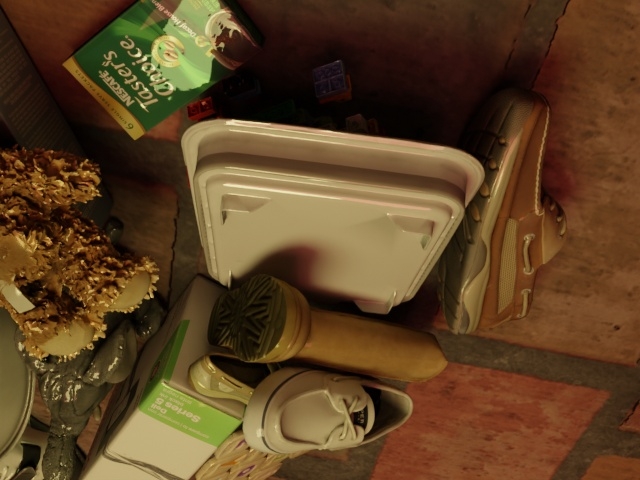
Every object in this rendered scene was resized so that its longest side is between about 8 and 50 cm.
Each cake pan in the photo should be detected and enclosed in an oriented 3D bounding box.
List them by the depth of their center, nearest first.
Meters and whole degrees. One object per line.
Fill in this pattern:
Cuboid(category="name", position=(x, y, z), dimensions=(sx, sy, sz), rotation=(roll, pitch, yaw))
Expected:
Cuboid(category="cake pan", position=(-0.503, 0.168, 0.893), dimensions=(0.293, 0.054, 0.293), rotation=(1, 92, 19))

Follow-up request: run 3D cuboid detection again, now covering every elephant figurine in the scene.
Cuboid(category="elephant figurine", position=(-0.287, 0.136, 0.843), dimensions=(0.169, 0.239, 0.186), rotation=(-25, 121, 20))

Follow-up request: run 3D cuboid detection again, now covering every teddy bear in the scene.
Cuboid(category="teddy bear", position=(-0.322, -0.011, 0.686), dimensions=(0.338, 0.113, 0.245), rotation=(27, 120, -22))

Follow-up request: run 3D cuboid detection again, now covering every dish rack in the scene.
Cuboid(category="dish rack", position=(0.000, 0.000, 0.741), dimensions=(0.286, 0.072, 0.333), rotation=(6, 156, -3))

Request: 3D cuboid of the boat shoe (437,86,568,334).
Cuboid(category="boat shoe", position=(0.213, -0.025, 0.783), dimensions=(0.117, 0.123, 0.324), rotation=(-1, 133, -5))

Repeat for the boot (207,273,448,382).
Cuboid(category="boot", position=(0.030, 0.110, 0.788), dimensions=(0.270, 0.236, 0.089), rotation=(15, 82, -22))

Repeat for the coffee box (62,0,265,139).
Cuboid(category="coffee box", position=(-0.162, -0.196, 0.717), dimensions=(0.184, 0.040, 0.113), rotation=(-28, 120, 21))

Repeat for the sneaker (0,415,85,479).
Cuboid(category="sneaker", position=(-0.495, 0.336, 1.062), dimensions=(0.122, 0.146, 0.330), rotation=(-24, 123, 18))

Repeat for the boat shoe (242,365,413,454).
Cuboid(category="boat shoe", position=(0.021, 0.203, 0.812), dimensions=(0.088, 0.096, 0.267), rotation=(2, 170, 35))

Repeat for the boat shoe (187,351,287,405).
Cuboid(category="boat shoe", position=(-0.076, 0.159, 0.801), dimensions=(0.153, 0.056, 0.048), rotation=(20, 135, -30))

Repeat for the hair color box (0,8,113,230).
Cuboid(category="hair color box", position=(-0.398, -0.139, 0.728), dimensions=(0.185, 0.113, 0.374), rotation=(-14, 123, 12))

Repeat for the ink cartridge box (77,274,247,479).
Cuboid(category="ink cartridge box", position=(-0.199, 0.213, 0.919), dimensions=(0.115, 0.198, 0.273), rotation=(30, 122, -16))

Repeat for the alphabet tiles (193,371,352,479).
Cuboid(category="alphabet tiles", position=(-0.060, 0.278, 0.968), dimensions=(0.278, 0.021, 0.284), rotation=(-5, 140, -47))

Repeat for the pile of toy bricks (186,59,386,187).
Cuboid(category="pile of toy bricks", position=(-0.035, -0.114, 0.741), dimensions=(0.212, 0.118, 0.105), rotation=(-14, 163, 20))
